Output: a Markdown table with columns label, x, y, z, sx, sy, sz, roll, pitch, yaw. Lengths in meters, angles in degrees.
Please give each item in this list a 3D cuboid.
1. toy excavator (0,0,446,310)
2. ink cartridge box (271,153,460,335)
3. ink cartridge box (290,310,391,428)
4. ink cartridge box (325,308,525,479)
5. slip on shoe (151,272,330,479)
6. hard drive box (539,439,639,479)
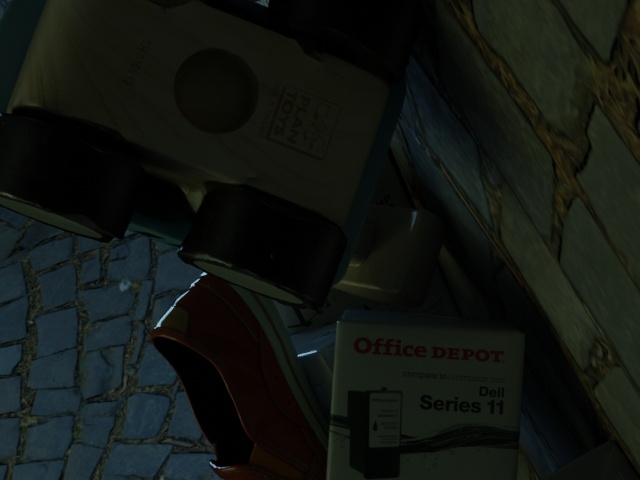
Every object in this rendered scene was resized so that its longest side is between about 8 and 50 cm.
| label | x | y | z | sx | sy | sz | roll | pitch | yaw |
| --- | --- | --- | --- | --- | --- | --- | --- | --- | --- |
| toy excavator | -0.053 | -0.064 | 1.277 | 0.433 | 0.222 | 0.445 | 20 | 173 | -14 |
| ink cartridge box | 0.000 | 0.000 | 1.638 | 0.233 | 0.171 | 0.168 | 64 | 173 | -33 |
| ink cartridge box | 0.014 | 0.240 | 1.550 | 0.308 | 0.091 | 0.385 | 61 | 150 | -4 |
| ink cartridge box | 0.081 | 0.164 | 1.315 | 0.087 | 0.153 | 0.208 | -16 | -71 | -87 |
| slip on shoe | -0.043 | 0.185 | 1.401 | 0.123 | 0.101 | 0.331 | -11 | 108 | 58 |
| hard drive box | 0.239 | 0.282 | 1.340 | 0.181 | 0.089 | 0.232 | 59 | 174 | 20 |
